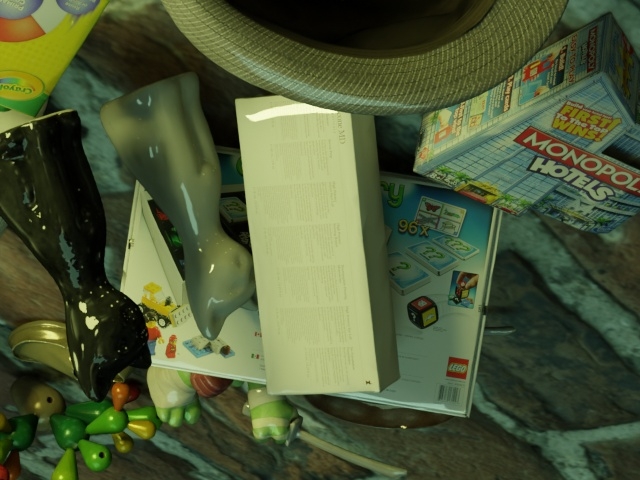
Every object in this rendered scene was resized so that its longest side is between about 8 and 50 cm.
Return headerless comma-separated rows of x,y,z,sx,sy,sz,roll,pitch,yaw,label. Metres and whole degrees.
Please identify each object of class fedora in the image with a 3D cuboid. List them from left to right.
0.018,-0.197,1.015,0.275,0.244,0.124,11,177,-4,fedora

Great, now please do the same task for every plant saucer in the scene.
0.064,0.149,1.666,0.168,0.029,0.168,6,153,3,plant saucer

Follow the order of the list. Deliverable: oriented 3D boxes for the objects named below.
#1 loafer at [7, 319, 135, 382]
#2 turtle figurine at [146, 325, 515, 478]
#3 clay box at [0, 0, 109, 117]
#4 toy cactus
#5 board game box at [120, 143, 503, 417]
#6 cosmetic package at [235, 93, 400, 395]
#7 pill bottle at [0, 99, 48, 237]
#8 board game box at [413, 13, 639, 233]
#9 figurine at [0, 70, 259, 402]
-0.261,0.119,1.706,0.148,0.050,0.056,2,145,11,loafer
-0.018,0.125,1.509,0.274,0.198,0.266,33,147,-26,turtle figurine
-0.219,-0.178,1.135,0.127,0.053,0.222,20,122,-29,clay box
-0.285,0.192,1.753,0.180,0.219,0.112,31,134,46,toy cactus
-0.010,0.028,1.365,0.305,0.193,0.053,9,-176,3,board game box
0.000,0.000,1.290,0.099,0.239,0.060,-3,-173,24,cosmetic package
-0.302,-0.073,1.345,0.131,0.131,0.229,20,146,-14,pill bottle
0.203,-0.082,1.243,0.194,0.060,0.194,22,147,-17,board game box
-0.141,-0.006,1.253,0.092,0.215,0.209,-16,96,43,figurine
